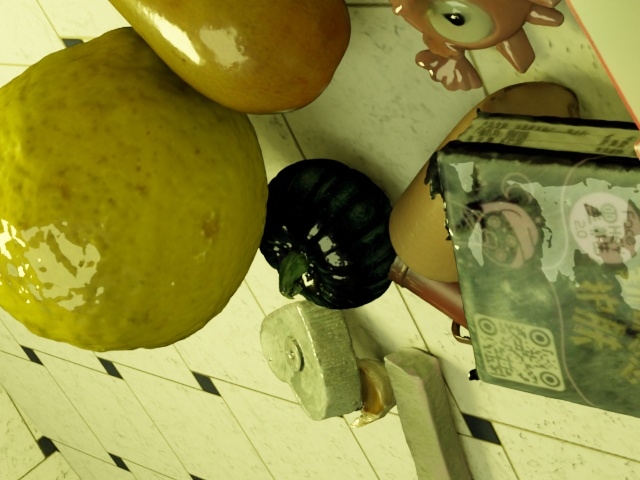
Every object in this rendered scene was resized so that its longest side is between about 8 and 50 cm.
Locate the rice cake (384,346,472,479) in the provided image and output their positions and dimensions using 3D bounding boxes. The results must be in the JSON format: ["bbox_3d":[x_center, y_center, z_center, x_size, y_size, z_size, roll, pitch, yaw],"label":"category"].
[{"bbox_3d":[0.156,0.271,1.825,0.073,0.056,0.365,15,141,33],"label":"rice cake"}]

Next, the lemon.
[{"bbox_3d":[-0.225,-0.057,1.469,0.350,0.350,0.387,29,112,23],"label":"lemon"}]

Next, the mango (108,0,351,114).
[{"bbox_3d":[-0.111,-0.246,1.316,0.317,0.173,0.211,35,-176,16],"label":"mango"}]

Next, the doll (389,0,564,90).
[{"bbox_3d":[0.116,-0.235,1.144,0.211,0.093,0.262,25,145,17],"label":"doll"}]

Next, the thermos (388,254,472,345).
[{"bbox_3d":[0.195,0.066,1.452,0.232,0.099,0.124,34,149,17],"label":"thermos"}]

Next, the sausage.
[{"bbox_3d":[0.163,-0.056,1.303,0.123,0.123,0.253,40,151,5],"label":"sausage"}]

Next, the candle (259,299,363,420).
[{"bbox_3d":[-0.011,0.146,1.804,0.192,0.068,0.168,44,138,43],"label":"candle"}]

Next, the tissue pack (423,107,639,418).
[{"bbox_3d":[0.281,0.034,1.073,0.361,0.122,0.259,7,125,34],"label":"tissue pack"}]

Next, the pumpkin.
[{"bbox_3d":[0.008,-0.008,1.549,0.194,0.150,0.194,8,103,39],"label":"pumpkin"}]

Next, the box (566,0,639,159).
[{"bbox_3d":[0.325,-0.204,0.686,0.312,0.314,0.300,0,129,57],"label":"box"}]

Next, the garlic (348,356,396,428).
[{"bbox_3d":[0.075,0.205,1.818,0.113,0.074,0.094,137,122,-64],"label":"garlic"}]
